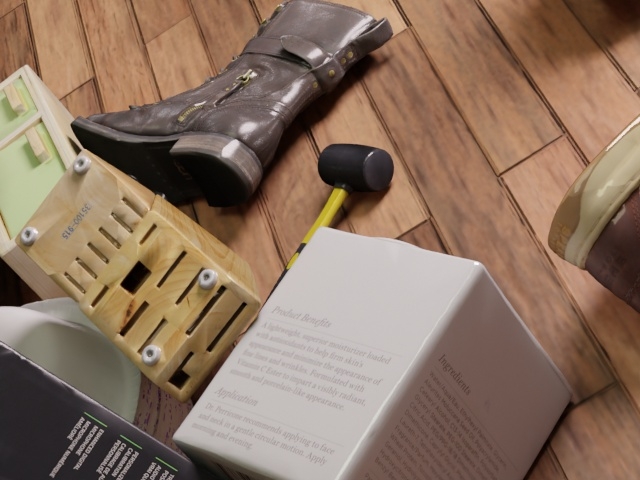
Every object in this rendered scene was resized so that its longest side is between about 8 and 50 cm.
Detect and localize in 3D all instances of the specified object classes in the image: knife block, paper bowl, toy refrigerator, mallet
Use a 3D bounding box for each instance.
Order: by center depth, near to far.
[{"bbox_3d":[-0.099,0.040,1.205,0.275,0.242,0.088,39,93,38],"label":"knife block"},{"bbox_3d":[-0.247,0.166,1.224,0.284,0.148,0.284,-21,40,19],"label":"paper bowl"},{"bbox_3d":[0.000,0.000,1.291,0.062,0.039,0.190,0,55,43],"label":"mallet"},{"bbox_3d":[-0.268,-0.058,1.516,0.102,0.094,0.269,-37,37,2],"label":"toy refrigerator"}]

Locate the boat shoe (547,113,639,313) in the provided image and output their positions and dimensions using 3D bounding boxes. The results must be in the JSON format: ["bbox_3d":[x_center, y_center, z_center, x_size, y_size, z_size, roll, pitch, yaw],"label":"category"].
[{"bbox_3d":[0.309,-0.080,1.077,0.342,0.123,0.123,-42,67,-14],"label":"boat shoe"}]

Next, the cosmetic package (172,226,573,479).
[{"bbox_3d":[0.037,0.114,1.042,0.151,0.151,0.184,14,61,45],"label":"cosmetic package"}]

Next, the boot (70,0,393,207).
[{"bbox_3d":[-0.081,-0.136,1.469,0.263,0.091,0.229,11,53,40],"label":"boot"}]

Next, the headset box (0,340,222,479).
[{"bbox_3d":[-0.185,0.233,1.013,0.246,0.283,0.131,-56,-4,-23],"label":"headset box"}]
